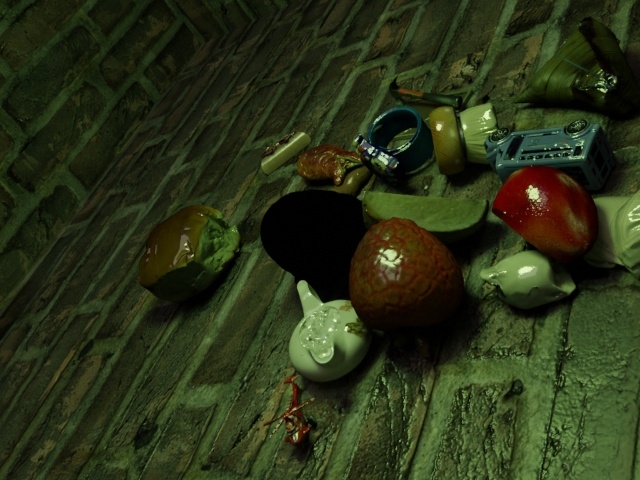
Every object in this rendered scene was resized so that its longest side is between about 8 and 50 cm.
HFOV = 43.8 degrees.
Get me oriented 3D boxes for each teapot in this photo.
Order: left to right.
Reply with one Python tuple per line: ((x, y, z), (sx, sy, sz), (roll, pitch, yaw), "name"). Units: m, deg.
((0.013, 0.210, 1.783), (0.204, 0.139, 0.298), (-39, 30, 5), "teapot")

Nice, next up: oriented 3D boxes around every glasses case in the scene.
((-0.135, -0.320, 2.725), (0.193, 0.070, 0.102), (-37, 29, 3), "glasses case")

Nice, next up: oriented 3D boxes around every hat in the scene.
((0.593, -0.056, 1.523), (0.226, 0.164, 0.219), (28, 69, 38), "hat")

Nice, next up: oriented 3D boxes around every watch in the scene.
((0.212, -0.260, 2.166), (0.196, 0.171, 0.200), (35, 83, 34), "watch")

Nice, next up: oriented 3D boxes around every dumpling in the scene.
((0.416, 0.067, 1.598), (0.176, 0.092, 0.150), (-20, 21, 37), "dumpling")

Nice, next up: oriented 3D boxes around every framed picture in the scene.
((0.315, -0.369, 2.360), (0.250, 0.016, 0.184), (-2, 46, 46), "framed picture")

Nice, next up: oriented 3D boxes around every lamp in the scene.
((0.000, 0.000, 1.983), (0.305, 0.240, 0.305), (5, 19, -2), "lamp")

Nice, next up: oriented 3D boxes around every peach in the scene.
((0.445, -0.066, 1.586), (0.267, 0.153, 0.159), (-106, 40, -67), "peach")

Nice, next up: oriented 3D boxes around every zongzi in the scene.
((0.608, -0.360, 1.942), (0.300, 0.138, 0.286), (-37, 35, 31), "zongzi")

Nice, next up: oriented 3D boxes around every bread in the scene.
((-0.393, 0.043, 2.360), (0.250, 0.225, 0.279), (-22, 38, 29), "bread")
((0.023, -0.236, 2.414), (0.139, 0.095, 0.269), (-46, 26, -17), "bread")

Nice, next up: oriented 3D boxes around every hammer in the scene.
((0.309, -0.426, 2.354), (0.033, 0.111, 0.287), (-48, 40, -17), "hammer")

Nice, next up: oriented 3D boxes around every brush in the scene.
((0.371, -0.271, 2.045), (0.166, 0.174, 0.267), (-12, 12, 9), "brush")

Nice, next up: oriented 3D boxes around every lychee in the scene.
((0.180, 0.099, 1.675), (0.255, 0.300, 0.255), (-20, 0, 0), "lychee")

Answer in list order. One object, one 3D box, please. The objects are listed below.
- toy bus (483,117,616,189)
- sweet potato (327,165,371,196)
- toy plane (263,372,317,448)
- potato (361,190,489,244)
((0.499, -0.178, 1.796), (0.292, 0.125, 0.133), (0, 48, 45), "toy bus")
((0.084, -0.154, 2.278), (0.218, 0.065, 0.051), (-39, -4, -20), "sweet potato")
((-0.062, 0.372, 1.713), (0.126, 0.077, 0.194), (-37, 22, -5), "toy plane")
((0.256, -0.040, 1.811), (0.255, 0.269, 0.112), (-1, 81, 27), "potato")
